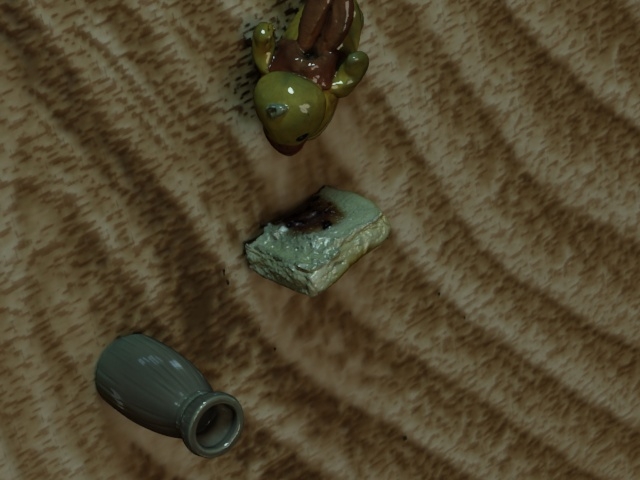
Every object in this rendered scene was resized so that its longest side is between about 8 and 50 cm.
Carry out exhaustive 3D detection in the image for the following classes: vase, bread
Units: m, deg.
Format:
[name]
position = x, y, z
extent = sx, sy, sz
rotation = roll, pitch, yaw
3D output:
[vase]
position = -0.094, 0.099, 1.248
extent = 0.053, 0.101, 0.053
rotation = -17, 119, -34
[bread]
position = 0.000, 0.000, 1.307
extent = 0.083, 0.070, 0.035
rotation = -34, 126, -24

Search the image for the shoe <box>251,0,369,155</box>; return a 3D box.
[shoe]
position = -0.010, -0.114, 1.255
extent = 0.109, 0.072, 0.069
rotation = -49, 170, -7
